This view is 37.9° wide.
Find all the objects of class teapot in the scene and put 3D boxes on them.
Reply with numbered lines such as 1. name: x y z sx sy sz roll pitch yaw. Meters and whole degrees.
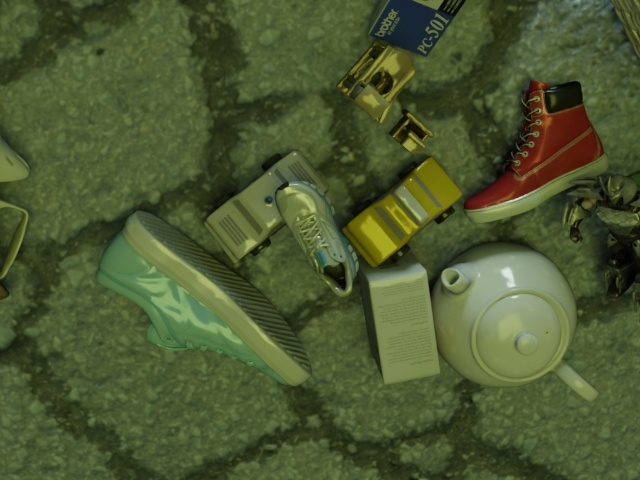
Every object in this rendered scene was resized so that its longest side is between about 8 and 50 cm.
1. teapot: 0.299 0.134 1.449 0.256 0.187 0.252 -5 107 -7

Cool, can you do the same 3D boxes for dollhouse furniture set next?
1. dollhouse furniture set: 0.126 -0.198 1.333 0.161 0.182 0.101 40 97 -16

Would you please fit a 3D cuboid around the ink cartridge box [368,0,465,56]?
1. ink cartridge box: 0.152 -0.351 1.297 0.097 0.207 0.046 18 58 -13

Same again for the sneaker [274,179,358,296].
1. sneaker: 0.000 0.000 1.310 0.071 0.083 0.190 -29 114 13

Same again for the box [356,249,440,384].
1. box: 0.120 0.115 1.448 0.091 0.130 0.170 -11 107 -4

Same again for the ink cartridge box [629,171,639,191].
1. ink cartridge box: 0.684 -0.098 1.424 0.354 0.207 0.119 -24 108 -2

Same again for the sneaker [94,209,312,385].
1. sneaker: -0.181 0.118 1.420 0.366 0.135 0.150 41 104 -7

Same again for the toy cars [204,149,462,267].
1. toy cars: 0.026 -0.052 1.383 0.394 0.087 0.176 2 82 -6

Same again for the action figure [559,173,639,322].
1. action figure: 0.464 0.000 1.406 0.099 0.185 0.285 -47 136 -16

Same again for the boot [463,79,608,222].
1. boot: 0.307 -0.143 1.427 0.244 0.088 0.176 -27 107 -8

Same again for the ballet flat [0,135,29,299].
1. ballet flat: -0.484 -0.058 1.338 0.124 0.116 0.342 -2 107 -28

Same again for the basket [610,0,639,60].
1. basket: 0.590 -0.393 1.278 0.328 0.266 0.331 -37 115 3
